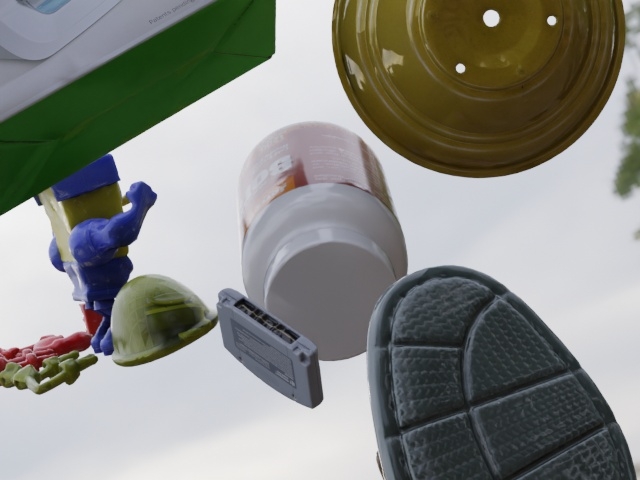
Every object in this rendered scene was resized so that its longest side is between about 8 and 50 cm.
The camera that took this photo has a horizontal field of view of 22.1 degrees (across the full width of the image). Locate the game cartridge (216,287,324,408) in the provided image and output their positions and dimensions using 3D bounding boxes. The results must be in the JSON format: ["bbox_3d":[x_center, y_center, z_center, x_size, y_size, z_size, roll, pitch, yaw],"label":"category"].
[{"bbox_3d":[-0.031,0.069,1.018,0.017,0.083,0.056,-34,-40,-31],"label":"game cartridge"}]

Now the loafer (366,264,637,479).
[{"bbox_3d":[0.083,0.139,0.603,0.096,0.268,0.084,-18,-24,-22],"label":"loafer"}]

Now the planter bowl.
[{"bbox_3d":[0.117,-0.153,1.160,0.217,0.217,0.090,-22,1,-1],"label":"planter bowl"}]

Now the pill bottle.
[{"bbox_3d":[0.000,0.000,1.198,0.121,0.121,0.216,-24,22,5],"label":"pill bottle"}]

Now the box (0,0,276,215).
[{"bbox_3d":[-0.203,-0.186,1.234,0.262,0.231,0.127,-32,-21,-18],"label":"box"}]

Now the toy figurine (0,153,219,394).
[{"bbox_3d":[-0.228,0.003,1.455,0.191,0.217,0.362,-14,3,-18],"label":"toy figurine"}]
